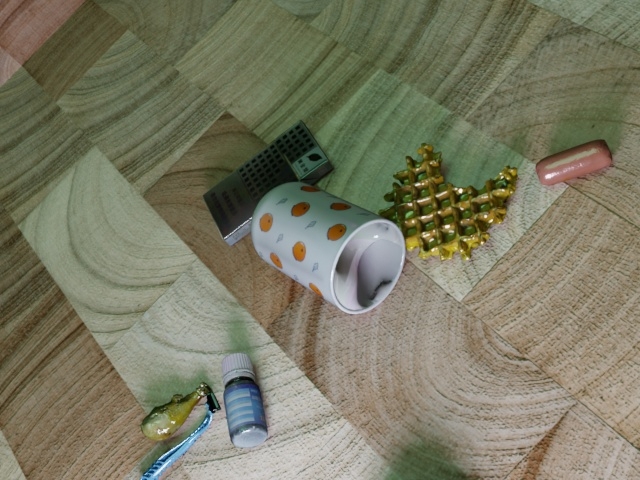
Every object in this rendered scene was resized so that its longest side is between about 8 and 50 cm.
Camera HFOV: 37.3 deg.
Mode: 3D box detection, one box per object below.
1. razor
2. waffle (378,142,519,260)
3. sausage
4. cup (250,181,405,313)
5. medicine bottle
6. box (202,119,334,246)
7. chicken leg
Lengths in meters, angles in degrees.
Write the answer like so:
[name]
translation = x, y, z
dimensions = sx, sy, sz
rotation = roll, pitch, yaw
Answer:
[razor]
translation = -0.306, 0.448, 2.084
dimensions = 0.253, 0.042, 0.082
rotation = -47, 26, -1
[waffle]
translation = 0.270, -0.073, 2.048
dimensions = 0.293, 0.069, 0.259
rotation = 23, 77, 38
[sausage]
translation = 0.518, -0.159, 1.944
dimensions = 0.154, 0.062, 0.062
rotation = -19, 52, 20
[cup]
translation = 0.000, 0.000, 2.071
dimensions = 0.317, 0.212, 0.212
rotation = 29, 78, 42
[medicine bottle]
translation = -0.168, 0.340, 2.039
dimensions = 0.083, 0.083, 0.203
rotation = -29, 50, 14
[box]
translation = -0.135, -0.145, 2.369
dimensions = 0.325, 0.047, 0.180
rotation = -37, 48, 7
[chicken leg]
translation = -0.324, 0.379, 2.132
dimensions = 0.178, 0.070, 0.093
rotation = -39, 41, -5
